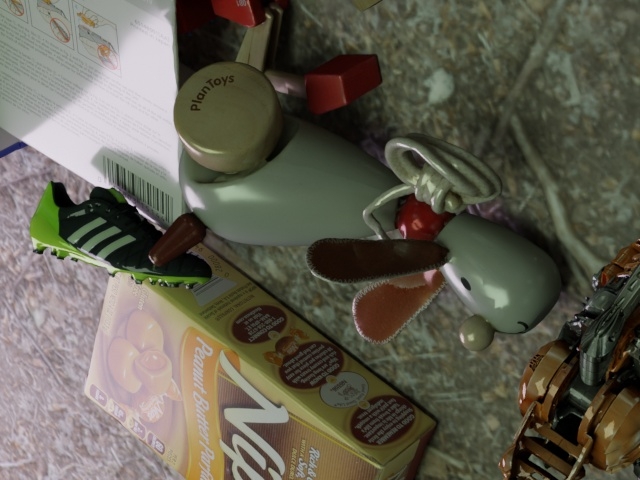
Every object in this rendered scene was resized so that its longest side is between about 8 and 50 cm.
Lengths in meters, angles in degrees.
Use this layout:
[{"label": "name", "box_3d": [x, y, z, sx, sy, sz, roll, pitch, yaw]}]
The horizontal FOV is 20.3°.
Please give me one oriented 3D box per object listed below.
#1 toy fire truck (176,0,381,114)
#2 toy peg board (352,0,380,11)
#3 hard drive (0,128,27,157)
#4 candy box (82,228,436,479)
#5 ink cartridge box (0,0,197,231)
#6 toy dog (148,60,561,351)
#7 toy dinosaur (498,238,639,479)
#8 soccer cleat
[{"label": "toy fire truck", "box_3d": [-0.051, -0.169, 1.423, 0.192, 0.047, 0.135, 2, 117, 43]}, {"label": "toy peg board", "box_3d": [0.052, -0.268, 1.262, 0.161, 0.079, 0.160, 61, 153, -4]}, {"label": "hard drive", "box_3d": [-0.444, -0.062, 1.649, 0.210, 0.318, 0.040, 12, 122, 38]}, {"label": "candy box", "box_3d": [-0.062, 0.149, 1.596, 0.316, 0.087, 0.183, 37, 134, 22]}, {"label": "ink cartridge box", "box_3d": [-0.208, -0.172, 1.530, 0.296, 0.066, 0.261, 31, 140, 26]}, {"label": "toy dog", "box_3d": [0.000, 0.000, 1.370, 0.333, 0.161, 0.220, 24, 167, 37]}, {"label": "toy dinosaur", "box_3d": [0.191, 0.100, 1.225, 0.322, 0.218, 0.164, -37, 67, 7]}, {"label": "soccer cleat", "box_3d": [-0.171, -0.005, 1.536, 0.179, 0.060, 0.072, 15, 93, 22]}]
